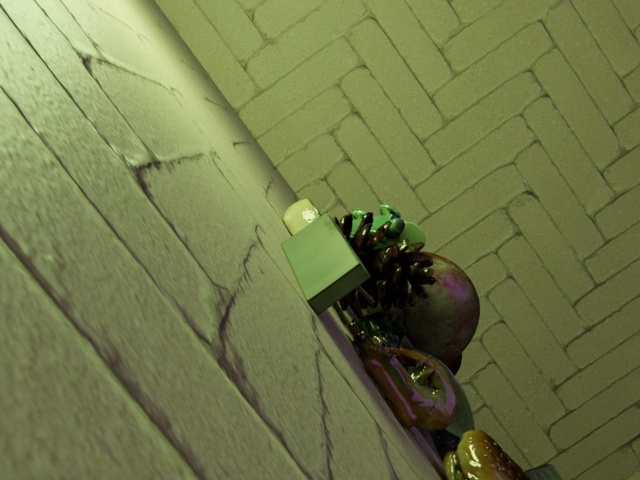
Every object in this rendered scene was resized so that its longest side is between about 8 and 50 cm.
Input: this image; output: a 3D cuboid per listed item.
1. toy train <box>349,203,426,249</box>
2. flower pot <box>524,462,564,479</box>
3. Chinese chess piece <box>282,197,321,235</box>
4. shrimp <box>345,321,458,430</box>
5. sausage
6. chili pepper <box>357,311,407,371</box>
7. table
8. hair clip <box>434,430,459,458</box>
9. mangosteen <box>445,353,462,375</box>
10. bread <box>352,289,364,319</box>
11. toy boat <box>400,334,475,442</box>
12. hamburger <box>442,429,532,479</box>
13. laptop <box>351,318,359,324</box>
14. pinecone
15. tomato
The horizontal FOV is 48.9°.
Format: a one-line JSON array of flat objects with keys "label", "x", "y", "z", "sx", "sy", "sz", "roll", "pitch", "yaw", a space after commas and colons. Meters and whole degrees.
[{"label": "toy train", "x": 0.165, "y": -0.012, "z": 1.857, "sx": 0.157, "sy": 0.105, "sz": 0.253, "roll": 34, "pitch": -19, "yaw": -22}, {"label": "flower pot", "x": 0.614, "y": 0.763, "z": 1.929, "sx": 0.239, "sy": 0.209, "sz": 0.190, "roll": 54, "pitch": 3, "yaw": -39}, {"label": "Chinese chess piece", "x": 0.000, "y": 0.000, "z": 1.920, "sx": 0.250, "sy": 0.103, "sz": 0.250, "roll": 53, "pitch": 3, "yaw": -4}, {"label": "shrimp", "x": 0.173, "y": 0.264, "z": 1.453, "sx": 0.287, "sy": 0.152, "sz": 0.063, "roll": 50, "pitch": -33, "yaw": 16}, {"label": "sausage", "x": 0.136, "y": 0.294, "z": 1.375, "sx": 0.158, "sy": 0.036, "sz": 0.042, "roll": 55, "pitch": -8, "yaw": 19}, {"label": "chili pepper", "x": 0.154, "y": 0.266, "z": 1.584, "sx": 0.099, "sy": 0.083, "sz": 0.253, "roll": 51, "pitch": 9, "yaw": -39}, {"label": "table", "x": 0.022, "y": 0.061, "z": 1.398, "sx": 0.111, "sy": 0.121, "sz": 0.240, "roll": 53, "pitch": 4, "yaw": -29}, {"label": "hair clip", "x": 0.346, "y": 0.505, "z": 1.752, "sx": 0.138, "sy": 0.091, "sz": 0.321, "roll": 51, "pitch": 2, "yaw": -3}, {"label": "mangosteen", "x": 0.325, "y": 0.360, "z": 2.263, "sx": 0.257, "sy": 0.215, "sz": 0.215, "roll": 13, "pitch": 23, "yaw": -24}, {"label": "bread", "x": 0.143, "y": 0.180, "z": 2.146, "sx": 0.138, "sy": 0.102, "sz": 0.196, "roll": 51, "pitch": 5, "yaw": -11}, {"label": "toy boat", "x": 0.262, "y": 0.353, "z": 1.689, "sx": 0.276, "sy": 0.111, "sz": 0.293, "roll": 56, "pitch": -5, "yaw": -4}, {"label": "hamburger", "x": 0.348, "y": 0.509, "z": 1.367, "sx": 0.286, "sy": 0.146, "sz": 0.243, "roll": 57, "pitch": 11, "yaw": 15}, {"label": "laptop", "x": 0.150, "y": 0.289, "z": 1.836, "sx": 0.188, "sy": 0.015, "sz": 0.269, "roll": 55, "pitch": 3, "yaw": 13}, {"label": "pinecone", "x": 0.120, "y": 0.054, "z": 1.651, "sx": 0.309, "sy": 0.244, "sz": 0.244, "roll": 10, "pitch": 0, "yaw": 10}, {"label": "tomato", "x": 0.266, "y": 0.183, "z": 1.870, "sx": 0.316, "sy": 0.282, "sz": 0.317, "roll": 36, "pitch": -27, "yaw": 21}]
